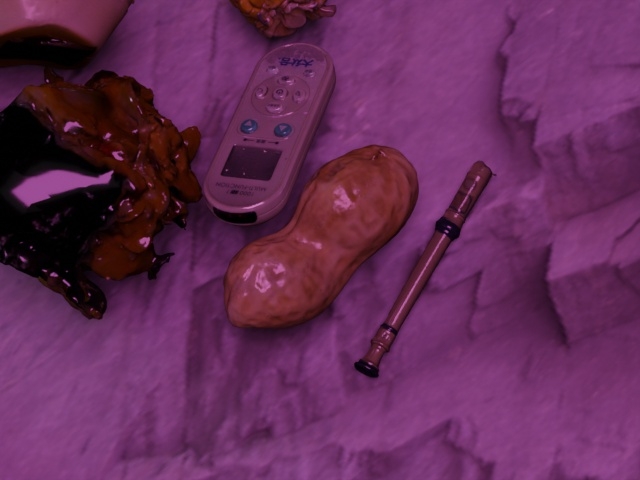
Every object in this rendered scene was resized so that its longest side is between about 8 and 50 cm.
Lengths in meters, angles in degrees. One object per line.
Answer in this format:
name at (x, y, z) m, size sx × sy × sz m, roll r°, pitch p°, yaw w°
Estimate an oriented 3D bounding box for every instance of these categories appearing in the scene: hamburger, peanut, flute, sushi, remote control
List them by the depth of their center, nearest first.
sushi at (-0.212, -0.054, 1.616) m, size 0.200 × 0.213 × 0.204 m, roll 41°, pitch 91°, yaw -16°
hamburger at (-0.259, -0.218, 1.639) m, size 0.173 × 0.210 × 0.116 m, roll -2°, pitch 85°, yaw -15°
peanut at (0.000, 0.000, 1.649) m, size 0.229 × 0.098 × 0.103 m, roll -47°, pitch 119°, yaw -15°
remote control at (-0.045, -0.098, 1.667) m, size 0.078 × 0.042 × 0.221 m, roll 8°, pitch 52°, yaw 17°
flute at (0.098, 0.024, 1.689) m, size 0.027 × 0.027 × 0.233 m, roll 30°, pitch 76°, yaw 4°

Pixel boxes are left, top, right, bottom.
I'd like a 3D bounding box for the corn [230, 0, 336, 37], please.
corn at (-0.071, -0.340, 1.734) m, size 0.106 × 0.106 × 0.305 m, roll -16°, pitch 74°, yaw -7°
